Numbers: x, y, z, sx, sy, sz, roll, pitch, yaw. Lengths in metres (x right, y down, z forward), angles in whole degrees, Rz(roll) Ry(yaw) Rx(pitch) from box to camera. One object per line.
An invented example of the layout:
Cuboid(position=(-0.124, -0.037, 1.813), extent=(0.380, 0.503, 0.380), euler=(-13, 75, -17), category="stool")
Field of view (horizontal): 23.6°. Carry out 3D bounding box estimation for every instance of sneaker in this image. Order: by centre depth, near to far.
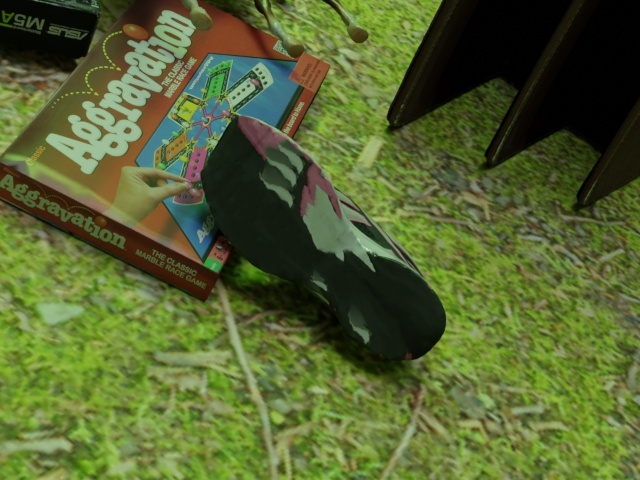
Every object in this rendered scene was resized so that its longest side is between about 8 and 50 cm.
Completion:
Cuboid(position=(0.000, 0.000, 0.923), extent=(0.178, 0.072, 0.077), euler=(48, 9, -4), category="sneaker")

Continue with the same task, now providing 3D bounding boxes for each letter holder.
Cuboid(position=(0.203, -0.176, 1.080), extent=(0.152, 0.301, 0.214), euler=(41, 37, 17), category="letter holder")

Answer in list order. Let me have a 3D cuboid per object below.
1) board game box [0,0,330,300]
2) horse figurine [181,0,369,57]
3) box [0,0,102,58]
Cuboid(position=(-0.093, -0.078, 0.996), extent=(0.145, 0.027, 0.281), euler=(26, 35, -1), category="board game box")
Cuboid(position=(-0.082, -0.205, 1.082), extent=(0.263, 0.066, 0.174), euler=(9, 37, -45), category="horse figurine")
Cuboid(position=(-0.252, -0.203, 1.026), extent=(0.191, 0.045, 0.184), euler=(9, 34, -25), category="box")
